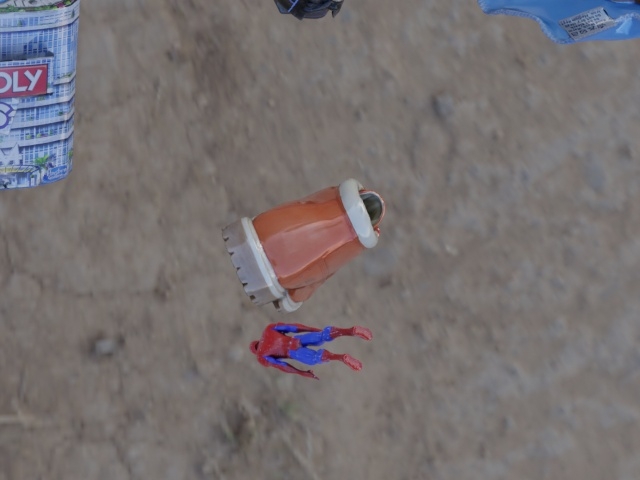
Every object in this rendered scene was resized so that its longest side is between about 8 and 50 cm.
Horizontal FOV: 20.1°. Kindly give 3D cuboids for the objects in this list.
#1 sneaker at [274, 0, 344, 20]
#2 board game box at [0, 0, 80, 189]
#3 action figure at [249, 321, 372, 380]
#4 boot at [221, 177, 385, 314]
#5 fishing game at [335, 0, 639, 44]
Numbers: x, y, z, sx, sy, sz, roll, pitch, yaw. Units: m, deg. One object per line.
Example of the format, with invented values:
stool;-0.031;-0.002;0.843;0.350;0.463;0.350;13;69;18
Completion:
sneaker;0.005;-0.254;1.727;0.081;0.232;0.090;-7;102;-15
board game box;-0.261;-0.120;1.259;0.194;0.060;0.194;-5;126;-18
action figure;-0.011;0.077;1.292;0.030;0.115;0.038;29;70;-40
boot;0.000;0.000;1.011;0.084;0.158;0.059;-25;89;4
fishing game;0.141;-0.114;0.658;0.264;0.189;0.041;8;121;28
